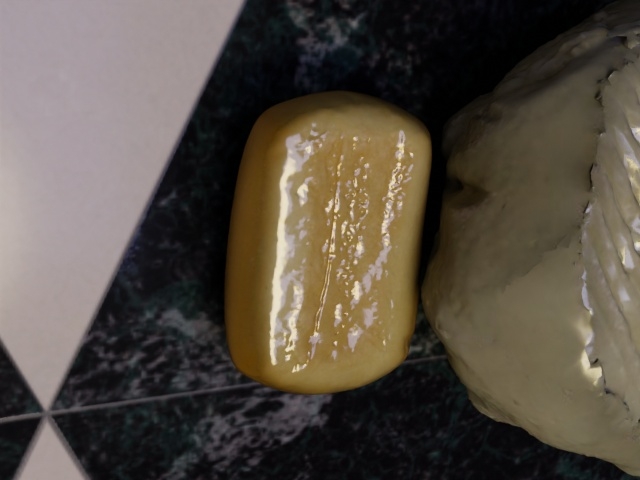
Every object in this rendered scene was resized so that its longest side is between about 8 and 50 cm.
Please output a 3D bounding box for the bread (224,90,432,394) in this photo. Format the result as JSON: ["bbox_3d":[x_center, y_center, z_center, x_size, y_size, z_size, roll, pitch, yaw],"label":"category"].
[{"bbox_3d":[0.000,0.000,0.840,0.147,0.098,0.217,1,103,-31],"label":"bread"}]

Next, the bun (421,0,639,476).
[{"bbox_3d":[0.212,-0.006,0.880,0.360,0.211,0.359,-3,95,-38],"label":"bun"}]
